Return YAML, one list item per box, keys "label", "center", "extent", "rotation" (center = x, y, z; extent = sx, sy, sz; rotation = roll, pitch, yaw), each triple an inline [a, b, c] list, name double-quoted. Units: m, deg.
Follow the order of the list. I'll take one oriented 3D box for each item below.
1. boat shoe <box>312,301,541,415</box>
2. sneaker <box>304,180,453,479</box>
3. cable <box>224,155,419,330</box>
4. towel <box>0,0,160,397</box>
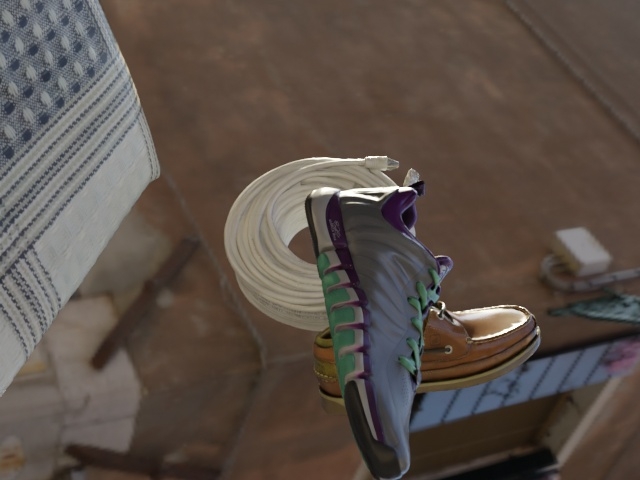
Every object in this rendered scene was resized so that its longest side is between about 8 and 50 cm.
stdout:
- label: "boat shoe"
  center: [0.139, 0.126, 1.388]
  extent: [0.110, 0.307, 0.105]
  rotation: [-149, -134, -63]
- label: "sneaker"
  center: [0.053, 0.051, 0.771]
  extent: [0.083, 0.098, 0.224]
  rotation: [79, -1, -62]
- label: "cable"
  center: [0.000, 0.000, 1.507]
  extent: [0.089, 0.257, 0.257]
  rotation: [88, 9, -56]
- label: "towel"
  center: [-0.197, -0.082, 0.540]
  extent: [0.056, 0.324, 0.312]
  rotation: [-1, -55, 25]
